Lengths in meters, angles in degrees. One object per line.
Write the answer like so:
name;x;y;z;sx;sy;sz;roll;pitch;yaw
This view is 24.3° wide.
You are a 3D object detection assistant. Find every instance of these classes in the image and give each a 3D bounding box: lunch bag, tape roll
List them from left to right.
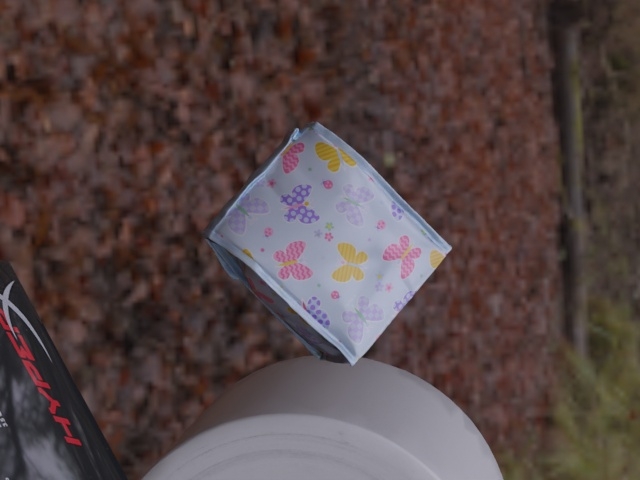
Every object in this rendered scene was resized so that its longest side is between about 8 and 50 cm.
tape roll;-0.002;0.208;0.953;0.169;0.246;0.246;-40;126;-78
lunch bag;0.000;0.000;0.628;0.083;0.053;0.071;44;75;-18

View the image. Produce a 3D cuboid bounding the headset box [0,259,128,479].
headset box;-0.148;0.118;0.300;0.218;0.110;0.293;57;25;18
